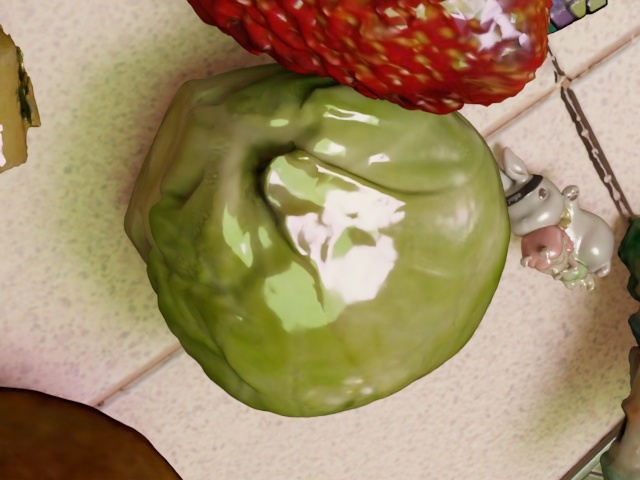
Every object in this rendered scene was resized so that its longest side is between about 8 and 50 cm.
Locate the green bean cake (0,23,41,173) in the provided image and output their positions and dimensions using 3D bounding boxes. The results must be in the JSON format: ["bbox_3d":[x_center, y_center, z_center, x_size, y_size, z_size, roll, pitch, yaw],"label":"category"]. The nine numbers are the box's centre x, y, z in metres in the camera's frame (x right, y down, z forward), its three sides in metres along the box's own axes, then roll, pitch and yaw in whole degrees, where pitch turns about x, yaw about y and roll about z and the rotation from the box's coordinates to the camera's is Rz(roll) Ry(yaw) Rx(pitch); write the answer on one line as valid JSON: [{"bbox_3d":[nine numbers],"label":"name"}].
[{"bbox_3d":[-0.339,-0.114,1.321,0.229,0.224,0.131,-12,116,-19],"label":"green bean cake"}]

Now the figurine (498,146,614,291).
[{"bbox_3d":[0.214,-0.017,1.675,0.081,0.098,0.146,-42,126,16],"label":"figurine"}]

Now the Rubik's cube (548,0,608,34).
[{"bbox_3d":[0.192,-0.237,1.548,0.112,0.133,0.133,11,113,-57],"label":"Rubik's cube"}]

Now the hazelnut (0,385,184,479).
[{"bbox_3d":[-0.295,0.316,1.465,0.429,0.402,0.402,0,115,-36],"label":"hazelnut"}]

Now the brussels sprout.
[{"bbox_3d":[0.000,0.000,1.515,0.328,0.247,0.328,-3,100,-19],"label":"brussels sprout"}]

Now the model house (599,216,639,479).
[{"bbox_3d":[0.416,0.156,1.749,0.312,0.245,0.280,9,108,-24],"label":"model house"}]

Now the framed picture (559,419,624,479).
[{"bbox_3d":[0.407,0.289,1.920,0.211,0.020,0.289,-45,111,3],"label":"framed picture"}]

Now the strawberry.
[{"bbox_3d":[0.025,-0.253,1.336,0.292,0.343,0.292,-24,131,-30],"label":"strawberry"}]
